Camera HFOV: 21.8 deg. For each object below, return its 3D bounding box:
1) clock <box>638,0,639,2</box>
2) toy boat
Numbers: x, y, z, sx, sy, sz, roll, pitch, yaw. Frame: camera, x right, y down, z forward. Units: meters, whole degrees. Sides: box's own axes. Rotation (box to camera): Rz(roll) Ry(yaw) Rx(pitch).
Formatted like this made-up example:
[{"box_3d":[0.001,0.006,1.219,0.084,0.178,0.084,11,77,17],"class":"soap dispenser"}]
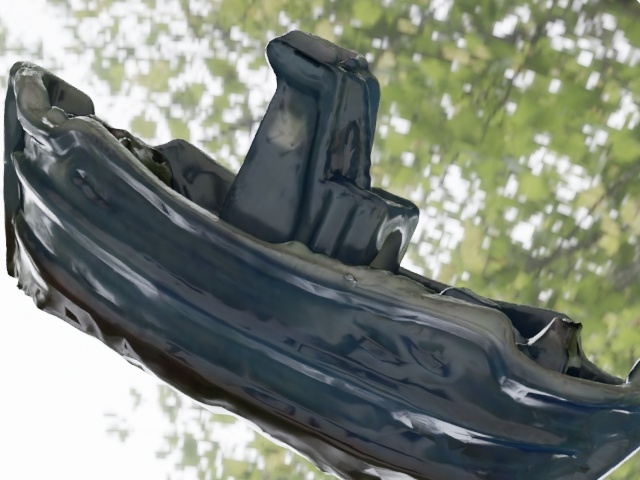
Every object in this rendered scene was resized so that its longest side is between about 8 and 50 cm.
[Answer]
[{"box_3d":[0.311,-0.092,0.882,0.324,0.265,0.108,42,-148,-19],"class":"clock"},{"box_3d":[0.000,0.000,0.640,0.309,0.129,0.142,26,-81,20],"class":"toy boat"}]
